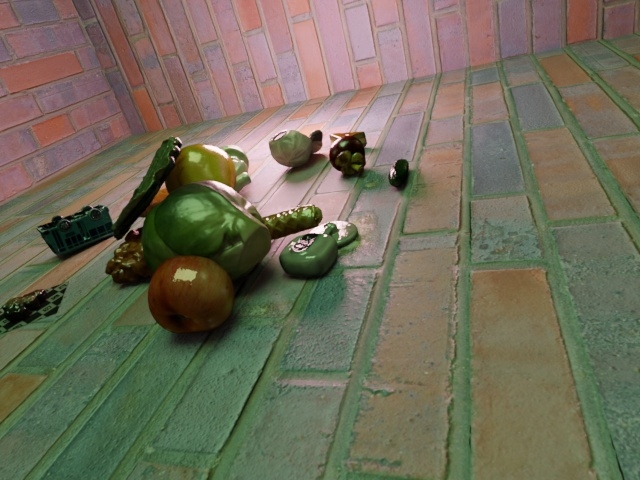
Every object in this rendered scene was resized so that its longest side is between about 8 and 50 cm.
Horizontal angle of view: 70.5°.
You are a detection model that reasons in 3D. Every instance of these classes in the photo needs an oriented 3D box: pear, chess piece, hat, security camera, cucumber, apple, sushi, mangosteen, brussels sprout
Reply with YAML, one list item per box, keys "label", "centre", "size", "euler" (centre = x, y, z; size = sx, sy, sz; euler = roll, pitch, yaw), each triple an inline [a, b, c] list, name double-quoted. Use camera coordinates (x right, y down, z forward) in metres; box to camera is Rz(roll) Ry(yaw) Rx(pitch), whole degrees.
- label: "pear"
  centre: [-0.444, -0.212, 1.738]
  size: [0.284, 0.337, 0.285]
  euler: [-27, -9, -4]
- label: "chess piece"
  centre: [-0.392, -0.282, 1.980]
  size: [0.175, 0.176, 0.298]
  euler: [-16, 40, 1]
- label: "hat"
  centre: [-0.107, -0.413, 2.059]
  size: [0.231, 0.161, 0.275]
  euler: [-1, 7, 30]
- label: "security camera"
  centre: [0.000, 0.000, 1.300]
  size: [0.157, 0.080, 0.301]
  euler: [0, 28, 29]
- label: "cucumber"
  centre: [0.284, -0.249, 1.622]
  size: [0.069, 0.069, 0.227]
  euler: [-5, 25, 20]
- label: "apple"
  centre: [-0.309, 0.134, 1.088]
  size: [0.209, 0.210, 0.164]
  euler: [-9, 39, 14]
- label: "sushi"
  centre: [-0.957, 0.204, 1.460]
  size: [0.231, 0.047, 0.220]
  euler: [-21, 28, -10]
- label: "mangosteen"
  centre: [0.111, -0.318, 1.792]
  size: [0.155, 0.182, 0.146]
  euler: [-10, -20, -24]
- label: "brussels sprout"
  centre: [-0.309, -0.014, 1.250]
  size: [0.354, 0.282, 0.289]
  euler: [12, 30, 25]

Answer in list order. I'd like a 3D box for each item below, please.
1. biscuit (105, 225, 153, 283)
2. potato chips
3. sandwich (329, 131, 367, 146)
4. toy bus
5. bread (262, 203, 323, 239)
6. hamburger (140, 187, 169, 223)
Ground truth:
- label: "biscuit"
  centre: [-0.546, 0.019, 1.518]
  size: [0.317, 0.111, 0.312]
  euler: [-11, 29, 9]
- label: "potato chips"
  centre: [-0.621, -0.189, 1.603]
  size: [0.430, 0.070, 0.358]
  euler: [-59, 26, -2]
- label: "sandwich"
  centre: [0.126, -0.459, 2.081]
  size: [0.113, 0.080, 0.163]
  euler: [-22, 26, -15]
- label: "toy bus"
  centre: [-0.978, -0.043, 1.825]
  size: [0.256, 0.147, 0.128]
  euler: [-30, 29, -34]
- label: "bread"
  centre: [-0.159, -0.035, 1.392]
  size: [0.367, 0.077, 0.084]
  euler: [-14, 32, 25]
- label: "hamburger"
  centre: [-0.618, -0.147, 1.850]
  size: [0.262, 0.124, 0.130]
  euler: [-36, 34, -32]
